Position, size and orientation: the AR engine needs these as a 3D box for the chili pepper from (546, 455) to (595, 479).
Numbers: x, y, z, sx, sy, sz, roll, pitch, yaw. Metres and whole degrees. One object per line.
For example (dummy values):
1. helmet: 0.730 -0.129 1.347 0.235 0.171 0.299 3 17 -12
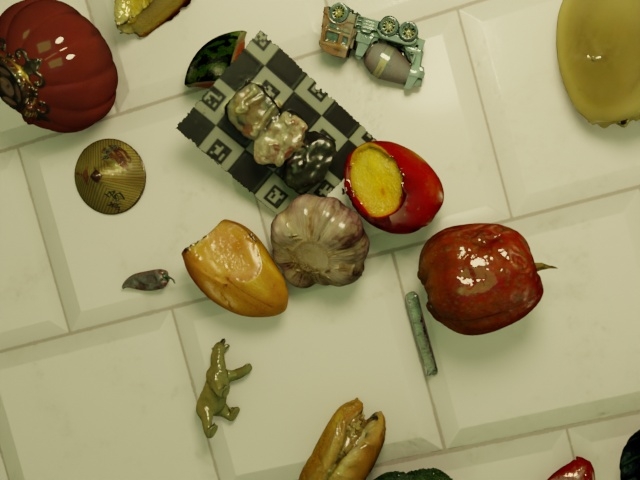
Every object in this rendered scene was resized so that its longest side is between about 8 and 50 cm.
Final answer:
1. chili pepper: 0.552 0.615 1.399 0.144 0.136 0.253 4 82 52

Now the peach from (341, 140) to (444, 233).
1. peach: 0.153 -0.119 1.346 0.226 0.190 0.196 34 75 -10

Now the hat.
1. hat: -0.533 -0.157 1.503 0.193 0.082 0.193 1 95 7

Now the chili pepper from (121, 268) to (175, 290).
1. chili pepper: -0.427 0.100 1.526 0.153 0.041 0.050 -10 72 24

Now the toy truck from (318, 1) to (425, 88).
1. toy truck: 0.121 -0.439 1.383 0.256 0.108 0.140 16 109 4

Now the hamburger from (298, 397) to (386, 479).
1. hamburger: 0.048 0.521 1.429 0.144 0.156 0.283 29 95 5

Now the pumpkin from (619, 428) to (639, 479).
1. pumpkin: 0.749 0.527 1.317 0.248 0.248 0.248 1 94 8

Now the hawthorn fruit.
1. hawthorn fruit: 0.337 0.077 1.320 0.261 0.258 0.258 -23 90 37

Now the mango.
1. mango: -0.188 0.085 1.443 0.187 0.138 0.257 -40 89 4

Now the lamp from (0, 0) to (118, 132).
1. lamp: -0.612 -0.396 1.406 0.303 0.257 0.303 20 132 24

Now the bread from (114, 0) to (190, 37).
1. bread: -0.384 -0.558 1.425 0.160 0.140 0.169 10 99 18

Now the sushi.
1. sushi: -0.087 -0.225 1.357 0.373 0.100 0.296 41 99 -20

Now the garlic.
1. garlic: 0.000 0.000 1.403 0.244 0.160 0.245 8 121 13

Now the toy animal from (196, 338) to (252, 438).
1. toy animal: -0.250 0.359 1.502 0.101 0.103 0.219 22 102 30

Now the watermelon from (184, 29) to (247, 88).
1. watermelon: -0.236 -0.429 1.432 0.193 0.137 0.145 13 99 49

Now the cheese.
1. cheese: 0.609 -0.391 1.263 0.128 0.259 0.316 -12 106 -32

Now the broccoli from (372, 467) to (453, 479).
1. broccoli: 0.203 0.653 1.359 0.321 0.303 0.283 -43 47 28

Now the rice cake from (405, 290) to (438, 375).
1. rice cake: 0.238 0.221 1.443 0.033 0.033 0.208 -15 92 11
